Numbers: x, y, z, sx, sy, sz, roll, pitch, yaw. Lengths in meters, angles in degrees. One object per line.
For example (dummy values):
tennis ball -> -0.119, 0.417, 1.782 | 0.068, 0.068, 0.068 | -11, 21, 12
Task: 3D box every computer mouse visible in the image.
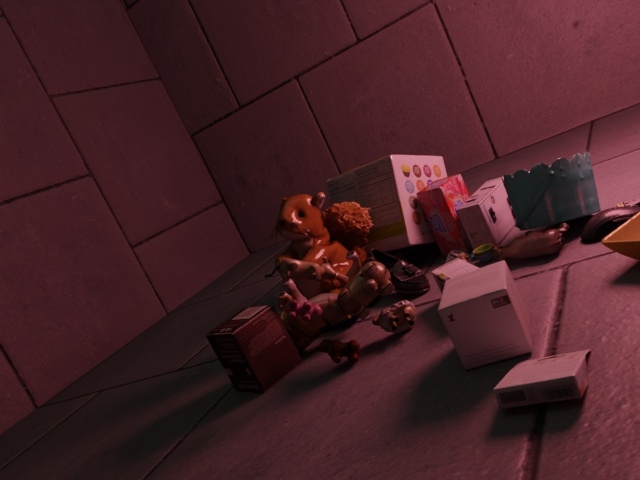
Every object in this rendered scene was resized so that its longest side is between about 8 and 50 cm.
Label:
computer mouse -> 0.840, -0.084, 1.635 | 0.262, 0.060, 0.184 | -23, 10, 14

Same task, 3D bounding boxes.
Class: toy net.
toy net -> 0.499, 0.038, 1.928 | 0.122, 0.045, 0.232 | -31, 10, -29

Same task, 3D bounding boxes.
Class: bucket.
bucket -> 0.705, -0.145, 1.785 | 0.281, 0.183, 0.281 | -14, -2, -1

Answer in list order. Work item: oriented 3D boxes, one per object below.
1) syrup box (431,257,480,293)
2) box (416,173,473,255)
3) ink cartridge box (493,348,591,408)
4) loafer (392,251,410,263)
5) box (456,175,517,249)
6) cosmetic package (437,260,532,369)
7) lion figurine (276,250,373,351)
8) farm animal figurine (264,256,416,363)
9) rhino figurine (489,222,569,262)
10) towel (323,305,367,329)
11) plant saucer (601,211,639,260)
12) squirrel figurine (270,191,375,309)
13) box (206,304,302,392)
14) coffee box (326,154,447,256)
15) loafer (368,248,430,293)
syrup box -> 0.391, 0.125, 1.588 | 0.096, 0.093, 0.237 | -27, 9, -3
box -> 0.462, -0.088, 2.068 | 0.128, 0.257, 0.122 | -33, 13, -36
ink cartridge box -> 0.411, 0.251, 1.064 | 0.145, 0.045, 0.179 | -21, -8, 33
loafer -> 0.251, 0.084, 2.219 | 0.096, 0.084, 0.267 | -32, 11, -25
box -> 0.597, -0.098, 2.042 | 0.087, 0.169, 0.290 | -18, 11, 42
cosmetic package -> 0.363, 0.160, 1.284 | 0.151, 0.151, 0.184 | -23, 9, 23
lion figurine -> 0.016, 0.202, 1.785 | 0.392, 0.240, 0.142 | -20, 26, 14
farm animal figurine -> 0.059, 0.152, 1.611 | 0.326, 0.330, 0.172 | -27, 5, -3
rhino figurine -> 0.595, 0.018, 1.699 | 0.243, 0.073, 0.106 | -19, 8, 44
towel -> 0.088, 0.214, 2.009 | 0.227, 0.076, 0.308 | -12, 15, 32
plant saucer -> 0.863, -0.043, 1.287 | 0.333, 0.081, 0.332 | -30, 11, -23
squirrel figurine -> 0.000, 0.000, 2.019 | 0.281, 0.370, 0.397 | -7, 18, 47
box -> -0.198, 0.321, 1.746 | 0.167, 0.203, 0.168 | -33, 12, -38
coffee box -> 0.278, -0.123, 2.250 | 0.337, 0.334, 0.338 | -6, -8, -45
loafer -> 0.245, 0.100, 1.938 | 0.109, 0.095, 0.302 | -15, 17, -26
